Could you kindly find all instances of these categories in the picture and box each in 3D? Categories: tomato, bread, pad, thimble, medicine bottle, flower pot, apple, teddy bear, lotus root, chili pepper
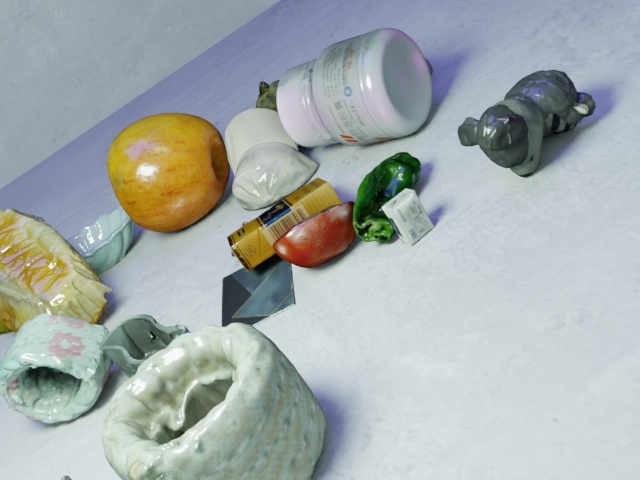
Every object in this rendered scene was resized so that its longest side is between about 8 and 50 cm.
[{"bbox_3d":[0.004,-0.004,1.576,0.174,0.082,0.166,-32,-8,3],"label":"tomato"},{"bbox_3d":[-0.658,0.092,1.913,0.236,0.183,0.389,-43,55,-16],"label":"bread"},{"bbox_3d":[-0.126,0.098,1.652,0.164,0.004,0.243,-28,26,9],"label":"pad"},{"bbox_3d":[-0.148,0.268,1.171,0.292,0.195,0.291,-28,29,17],"label":"thimble"},{"bbox_3d":[-0.498,0.242,1.606,0.211,0.185,0.149,-17,31,14],"label":"thimble"},{"bbox_3d":[0.074,-0.334,1.909,0.302,0.241,0.241,-8,35,40],"label":"medicine bottle"},{"bbox_3d":[-0.302,0.213,1.529,0.103,0.108,0.229,-47,29,-26],"label":"flower pot"},{"bbox_3d":[-0.366,-0.172,2.066,0.275,0.298,0.299,-15,28,3],"label":"apple"},{"bbox_3d":[0.346,-0.195,1.497,0.251,0.144,0.171,-35,22,-26],"label":"teddy bear"},{"bbox_3d":[-0.083,-0.329,2.176,0.173,0.173,0.309,-33,26,-2],"label":"lotus root"},{"bbox_3d":[0.121,-0.089,1.597,0.099,0.083,0.253,22,43,6],"label":"chili pepper"}]

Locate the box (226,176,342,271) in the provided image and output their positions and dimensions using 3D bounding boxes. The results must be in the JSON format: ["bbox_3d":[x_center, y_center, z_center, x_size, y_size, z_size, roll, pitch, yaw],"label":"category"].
[{"bbox_3d":[-0.075,-0.036,1.724,0.237,0.070,0.152,-32,12,-3],"label":"box"}]

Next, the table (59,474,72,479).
[{"bbox_3d":[-0.398,0.428,1.314,0.079,0.062,0.083,-44,29,-20],"label":"table"}]

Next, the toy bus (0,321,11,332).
[{"bbox_3d":[-0.741,0.151,2.101,0.336,0.121,0.123,-12,38,34],"label":"toy bus"}]

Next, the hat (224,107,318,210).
[{"bbox_3d":[-0.145,-0.201,1.981,0.220,0.225,0.164,-26,6,17],"label":"hat"}]

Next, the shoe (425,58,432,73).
[{"bbox_3d":[0.203,-0.424,2.059,0.099,0.125,0.227,-24,29,23],"label":"shoe"}]

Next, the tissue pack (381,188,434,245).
[{"bbox_3d":[0.157,-0.042,1.495,0.062,0.083,0.042,-39,26,-13],"label":"tissue pack"}]

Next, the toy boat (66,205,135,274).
[{"bbox_3d":[-0.583,0.019,2.176,0.290,0.100,0.199,-29,26,5],"label":"toy boat"}]

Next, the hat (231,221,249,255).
[{"bbox_3d":[-0.165,0.000,1.834,0.087,0.042,0.058,-62,17,18],"label":"hat"}]
